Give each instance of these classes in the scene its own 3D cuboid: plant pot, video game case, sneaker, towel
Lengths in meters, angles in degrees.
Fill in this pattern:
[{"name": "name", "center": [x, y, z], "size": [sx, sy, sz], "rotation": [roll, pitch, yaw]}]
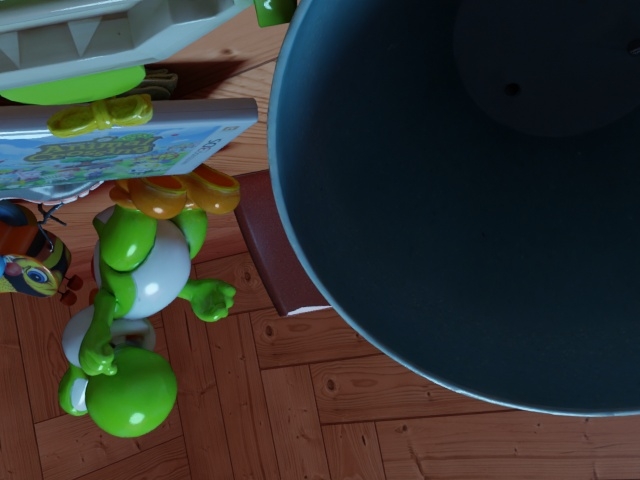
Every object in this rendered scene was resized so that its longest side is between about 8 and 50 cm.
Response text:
[{"name": "plant pot", "center": [0.135, -0.080, 0.400], "size": [0.290, 0.290, 0.195], "rotation": [-12, -151, 20]}, {"name": "video game case", "center": [-0.185, -0.079, 0.635], "size": [0.212, 0.023, 0.193], "rotation": [-8, 175, -28]}, {"name": "sneaker", "center": [-0.284, -0.067, 0.718], "size": [0.158, 0.061, 0.065], "rotation": [-11, 171, -9]}, {"name": "towel", "center": [-0.186, -0.107, 0.613], "size": [0.110, 0.027, 0.148], "rotation": [-8, 176, -27]}, {"name": "plant pot", "center": [0.000, 0.000, 1.285], "size": [0.267, 0.235, 0.267], "rotation": [-11, 177, -1]}]

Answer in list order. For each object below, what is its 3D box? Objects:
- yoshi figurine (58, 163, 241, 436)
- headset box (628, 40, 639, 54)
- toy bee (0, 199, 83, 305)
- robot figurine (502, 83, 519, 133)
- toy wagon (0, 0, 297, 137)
[{"name": "yoshi figurine", "center": [-0.209, 0.090, 0.910], "size": [0.204, 0.362, 0.203], "rotation": [20, -161, -15]}, {"name": "headset box", "center": [0.386, -0.096, 0.636], "size": [0.131, 0.283, 0.246], "rotation": [8, 167, -27]}, {"name": "toy bee", "center": [-0.393, 0.035, 0.950], "size": [0.298, 0.162, 0.195], "rotation": [5, -129, 37]}, {"name": "robot figurine", "center": [0.142, -0.093, 0.637], "size": [0.278, 0.209, 0.173], "rotation": [-8, 136, -42]}, {"name": "toy wagon", "center": [-0.145, -0.111, 0.322], "size": [0.267, 0.068, 0.344], "rotation": [-11, 178, -2]}]
